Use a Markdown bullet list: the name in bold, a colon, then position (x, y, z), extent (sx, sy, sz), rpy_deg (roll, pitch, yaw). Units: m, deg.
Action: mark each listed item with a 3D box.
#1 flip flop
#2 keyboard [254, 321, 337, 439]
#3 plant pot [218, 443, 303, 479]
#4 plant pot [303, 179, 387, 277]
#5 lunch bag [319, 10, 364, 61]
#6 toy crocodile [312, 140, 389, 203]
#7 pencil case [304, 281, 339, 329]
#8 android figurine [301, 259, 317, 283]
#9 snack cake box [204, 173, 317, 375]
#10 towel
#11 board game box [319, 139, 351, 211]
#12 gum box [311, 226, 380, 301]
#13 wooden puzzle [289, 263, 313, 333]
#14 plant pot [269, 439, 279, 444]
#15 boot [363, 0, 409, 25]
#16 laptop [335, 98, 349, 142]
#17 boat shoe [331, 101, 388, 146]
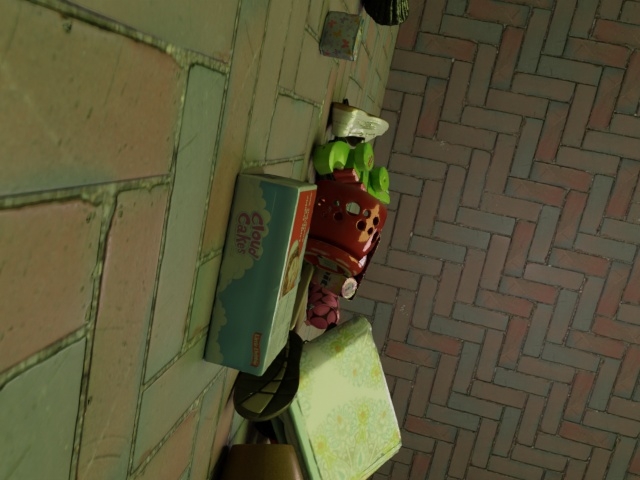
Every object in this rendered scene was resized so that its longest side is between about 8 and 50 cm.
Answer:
- **flip flop**: position (-0.100, 0.264, 1.098), extent (0.277, 0.112, 0.080), rpy_deg (-74, -171, -68)
- **keyboard**: position (-0.055, 0.334, 1.379), extent (0.317, 0.033, 0.202), rpy_deg (-52, 147, -20)
- **plant pot**: position (-0.113, 0.509, 1.024), extent (0.237, 0.236, 0.255), rpy_deg (86, 4, -68)
- **plant pot**: position (0.037, -0.023, 1.291), extent (0.191, 0.191, 0.174), rpy_deg (81, 33, -72)
- **lunch bag**: position (0.043, -0.394, 1.073), extent (0.053, 0.071, 0.083), rpy_deg (-3, 105, -82)
- **toy crocodile**: position (0.086, -0.153, 1.372), extent (0.340, 0.115, 0.105), rpy_deg (39, 54, -60)
- **pencil case**: position (0.002, 0.169, 1.625), extent (0.095, 0.098, 0.209), rpy_deg (53, 16, -18)
- **android figurine**: position (0.000, 0.000, 1.529), extent (0.248, 0.056, 0.273), rpy_deg (-71, 168, -46)
- **snack cake box**: position (-0.082, 0.040, 0.810), extent (0.152, 0.089, 0.265), rpy_deg (-31, 134, -78)
- **towel**: position (0.037, 0.409, 1.330), extent (0.320, 0.090, 0.375), rpy_deg (-22, 100, -43)
- **board game box**: position (0.043, -0.149, 1.452), extent (0.126, 0.026, 0.186), rpy_deg (-71, 150, -43)
- **gum box**: position (0.067, 0.044, 1.425), extent (0.062, 0.107, 0.189), rpy_deg (23, 92, -46)
- **wooden puzzle**: position (-0.075, 0.207, 1.407), extent (0.221, 0.044, 0.239), rpy_deg (-71, 175, -45)
- **plant pot**: position (-0.021, 0.493, 1.551), extent (0.243, 0.274, 0.275), rpy_deg (108, -3, -71)
- **boot**: position (0.166, -0.643, 1.360), extent (0.348, 0.131, 0.260), rpy_deg (-70, 170, -48)
- **laptop**: position (0.113, -0.251, 1.655), extent (0.234, 0.136, 0.265), rpy_deg (16, 87, -84)
- **boat shoe**: position (0.096, -0.296, 1.480), extent (0.277, 0.098, 0.096), rpy_deg (-5, 114, -61)
